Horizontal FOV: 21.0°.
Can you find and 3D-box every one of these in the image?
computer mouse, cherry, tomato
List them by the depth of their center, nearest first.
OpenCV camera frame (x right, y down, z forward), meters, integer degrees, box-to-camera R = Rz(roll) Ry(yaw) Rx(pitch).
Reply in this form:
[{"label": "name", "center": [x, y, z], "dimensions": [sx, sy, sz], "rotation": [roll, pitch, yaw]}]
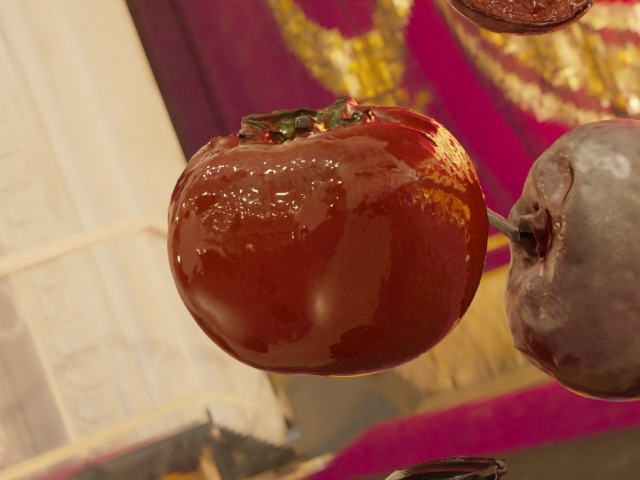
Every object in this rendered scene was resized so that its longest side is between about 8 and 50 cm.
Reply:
[{"label": "computer mouse", "center": [0.108, 0.246, 1.727], "dimensions": [0.172, 0.057, 0.099], "rotation": [-29, -10, 25]}, {"label": "tomato", "center": [0.000, 0.000, 1.827], "dimensions": [0.341, 0.272, 0.341], "rotation": [-8, 12, 2]}, {"label": "cherry", "center": [0.368, 0.015, 1.985], "dimensions": [0.335, 0.326, 0.291], "rotation": [-16, 16, -11]}, {"label": "tomato", "center": [0.227, -0.334, 2.021], "dimensions": [0.228, 0.228, 0.101], "rotation": [-20, -16, -11]}]
